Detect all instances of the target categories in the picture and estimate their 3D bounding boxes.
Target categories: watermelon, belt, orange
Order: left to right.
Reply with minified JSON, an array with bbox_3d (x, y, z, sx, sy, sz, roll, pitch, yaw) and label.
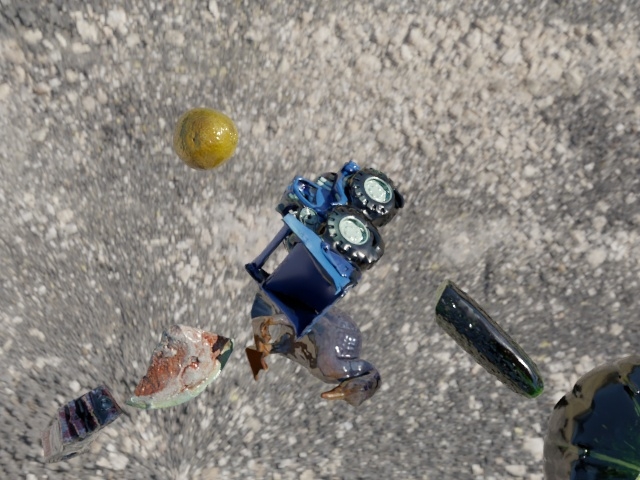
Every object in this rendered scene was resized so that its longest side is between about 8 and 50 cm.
[{"bbox_3d":[-0.314,0.242,1.171,0.071,0.232,0.053,-11,72,-31],"label":"belt"},{"bbox_3d":[-0.206,0.185,1.373,0.187,0.139,0.071,-36,52,-27],"label":"watermelon"},{"bbox_3d":[-0.149,-0.133,1.201,0.085,0.095,0.085,1,94,12],"label":"orange"}]

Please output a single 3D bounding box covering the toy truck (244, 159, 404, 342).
[{"bbox_3d":[0.000,0.000,1.042,0.126,0.113,0.208,32,45,-9],"label":"toy truck"}]

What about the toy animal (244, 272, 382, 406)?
[{"bbox_3d":[-0.024,0.155,1.428,0.186,0.298,0.122,1,112,-21],"label":"toy animal"}]

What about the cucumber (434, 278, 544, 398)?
[{"bbox_3d":[0.272,0.166,1.483,0.241,0.074,0.074,44,73,0],"label":"cucumber"}]

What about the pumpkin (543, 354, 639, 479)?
[{"bbox_3d":[0.445,0.294,1.235,0.296,0.296,0.295,2,75,-8],"label":"pumpkin"}]
